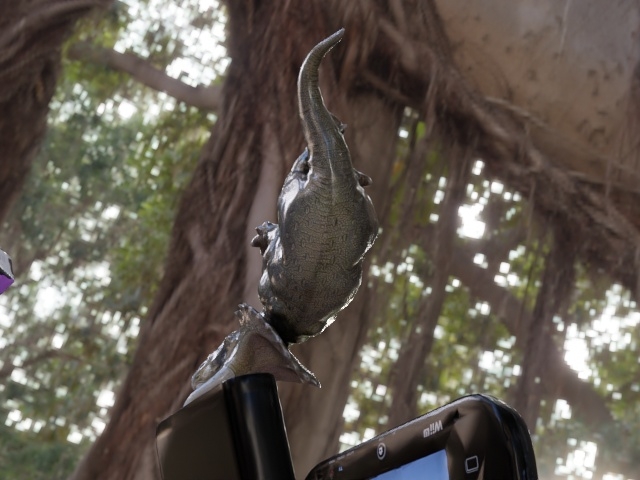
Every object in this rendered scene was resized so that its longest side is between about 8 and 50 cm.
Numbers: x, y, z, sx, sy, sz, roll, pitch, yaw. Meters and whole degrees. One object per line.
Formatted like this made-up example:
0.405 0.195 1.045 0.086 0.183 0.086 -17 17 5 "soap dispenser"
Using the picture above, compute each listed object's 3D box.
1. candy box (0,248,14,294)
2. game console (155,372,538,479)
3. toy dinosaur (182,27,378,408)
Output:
-0.443 0.023 1.135 0.196 0.165 0.070 47 2 -30 "candy box"
0.001 0.161 0.611 0.044 0.213 0.361 -2 -21 -31 "game console"
0.000 0.000 0.850 0.121 0.160 0.313 18 -58 -12 "toy dinosaur"
